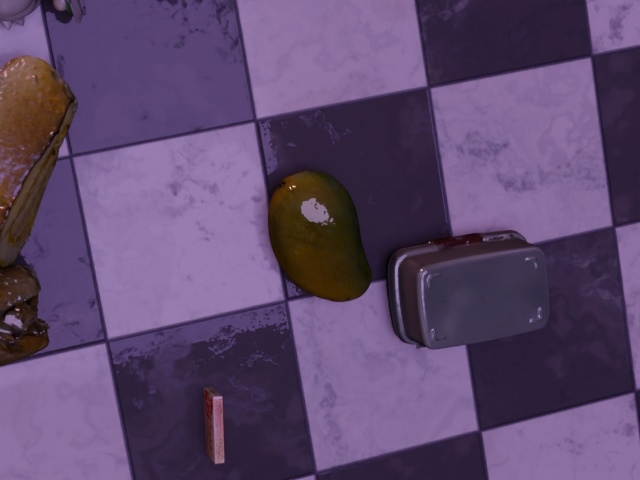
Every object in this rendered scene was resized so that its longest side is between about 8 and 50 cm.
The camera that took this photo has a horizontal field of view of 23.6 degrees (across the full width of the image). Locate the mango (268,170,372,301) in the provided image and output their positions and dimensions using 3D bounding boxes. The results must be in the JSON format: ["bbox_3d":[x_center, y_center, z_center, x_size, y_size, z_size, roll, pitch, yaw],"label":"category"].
[{"bbox_3d":[-0.004,-0.001,2.047,0.122,0.085,0.191,-19,102,-16],"label":"mango"}]

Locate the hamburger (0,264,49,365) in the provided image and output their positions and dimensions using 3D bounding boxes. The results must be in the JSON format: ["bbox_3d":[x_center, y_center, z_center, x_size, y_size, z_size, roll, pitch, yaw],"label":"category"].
[{"bbox_3d":[-0.443,0.107,1.883,0.215,0.189,0.122,-17,93,-12],"label":"hamburger"}]

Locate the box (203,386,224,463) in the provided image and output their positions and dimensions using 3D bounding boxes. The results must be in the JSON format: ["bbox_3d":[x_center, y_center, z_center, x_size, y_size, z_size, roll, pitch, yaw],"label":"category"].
[{"bbox_3d":[-0.143,0.248,2.054,0.015,0.058,0.093,-4,99,-17],"label":"box"}]

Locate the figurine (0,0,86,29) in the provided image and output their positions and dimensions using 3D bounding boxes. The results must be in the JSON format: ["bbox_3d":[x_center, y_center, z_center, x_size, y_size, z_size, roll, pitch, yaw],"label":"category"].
[{"bbox_3d":[-0.377,-0.312,1.882,0.153,0.132,0.132,-15,102,-2],"label":"figurine"}]

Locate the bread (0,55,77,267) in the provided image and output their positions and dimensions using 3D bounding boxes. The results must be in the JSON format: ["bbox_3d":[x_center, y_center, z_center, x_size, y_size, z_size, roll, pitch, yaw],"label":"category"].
[{"bbox_3d":[-0.388,-0.099,1.873,0.124,0.186,0.257,24,86,-1],"label":"bread"}]

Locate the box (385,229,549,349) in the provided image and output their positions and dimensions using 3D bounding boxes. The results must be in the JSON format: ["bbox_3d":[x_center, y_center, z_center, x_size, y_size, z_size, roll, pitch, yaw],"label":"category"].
[{"bbox_3d":[0.202,0.070,2.095,0.210,0.129,0.148,-10,101,-16],"label":"box"}]
